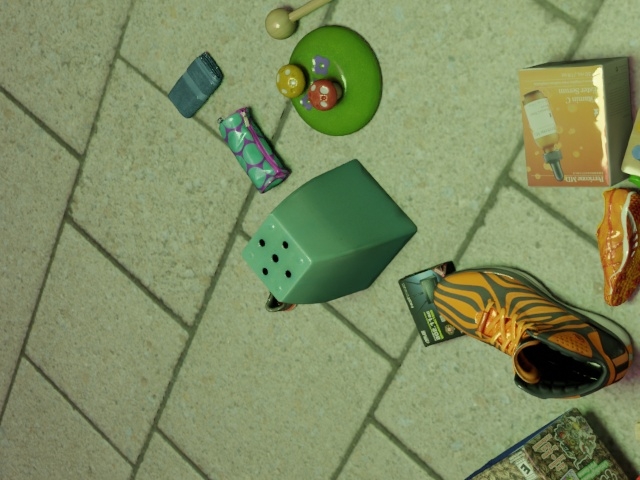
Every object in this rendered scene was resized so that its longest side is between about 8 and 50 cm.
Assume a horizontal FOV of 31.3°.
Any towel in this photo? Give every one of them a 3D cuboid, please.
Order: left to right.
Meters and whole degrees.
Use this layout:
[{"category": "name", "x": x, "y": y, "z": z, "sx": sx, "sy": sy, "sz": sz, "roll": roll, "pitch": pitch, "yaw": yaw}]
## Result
[{"category": "towel", "x": -0.224, "y": -0.279, "z": 2.067, "sx": 0.119, "sy": 0.029, "sz": 0.067, "roll": -43, "pitch": 77, "yaw": 37}]

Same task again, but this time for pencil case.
[{"category": "pencil case", "x": -0.117, "y": -0.158, "z": 1.998, "sx": 0.151, "sy": 0.064, "sz": 0.070, "roll": 57, "pitch": 145, "yaw": 9}]

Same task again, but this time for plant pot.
[{"category": "plant pot", "x": 0.000, "y": 0.000, "z": 1.847, "sx": 0.165, "sy": 0.234, "sz": 0.165, "roll": 49, "pitch": 127, "yaw": 15}]

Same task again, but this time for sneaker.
[{"category": "sneaker", "x": -0.051, "y": 0.073, "z": 2.018, "sx": 0.061, "sy": 0.065, "sz": 0.158, "roll": 40, "pitch": 125, "yaw": 22}, {"category": "sneaker", "x": 0.290, "y": 0.131, "z": 1.682, "sx": 0.321, "sy": 0.180, "sz": 0.124, "roll": 19, "pitch": 108, "yaw": 27}, {"category": "sneaker", "x": 0.428, "y": 0.009, "z": 1.642, "sx": 0.067, "sy": 0.064, "sz": 0.175, "roll": 22, "pitch": 113, "yaw": 53}]

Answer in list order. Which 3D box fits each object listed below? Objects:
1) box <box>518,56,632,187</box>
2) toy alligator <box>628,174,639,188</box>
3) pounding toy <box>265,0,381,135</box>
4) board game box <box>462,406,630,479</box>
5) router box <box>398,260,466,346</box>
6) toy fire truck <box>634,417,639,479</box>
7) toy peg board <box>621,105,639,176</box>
[{"category": "box", "x": 0.361, "y": -0.165, "z": 1.609, "sx": 0.130, "sy": 0.091, "sz": 0.170, "roll": 1, "pitch": 104, "yaw": 37}, {"category": "toy alligator", "x": 0.512, "y": -0.046, "z": 1.561, "sx": 0.190, "sy": 0.056, "sz": 0.051, "roll": 23, "pitch": 162, "yaw": 23}, {"category": "pounding toy", "x": -0.013, "y": -0.278, "z": 1.851, "sx": 0.183, "sy": 0.110, "sz": 0.237, "roll": -15, "pitch": 95, "yaw": 39}, {"category": "board game box", "x": 0.368, "y": 0.442, "z": 1.734, "sx": 0.291, "sy": 0.141, "sz": 0.232, "roll": 54, "pitch": 140, "yaw": 12}, {"category": "router box", "x": 0.191, "y": 0.103, "z": 1.858, "sx": 0.092, "sy": 0.038, "sz": 0.122, "roll": -23, "pitch": 89, "yaw": 40}, {"category": "toy fire truck", "x": 0.507, "y": 0.291, "z": 1.665, "sx": 0.135, "sy": 0.047, "sz": 0.192, "roll": 45, "pitch": 127, "yaw": 19}, {"category": "toy peg board", "x": 0.483, "y": -0.150, "z": 1.498, "sx": 0.161, "sy": 0.079, "sz": 0.160, "roll": 20, "pitch": 97, "yaw": 32}]
